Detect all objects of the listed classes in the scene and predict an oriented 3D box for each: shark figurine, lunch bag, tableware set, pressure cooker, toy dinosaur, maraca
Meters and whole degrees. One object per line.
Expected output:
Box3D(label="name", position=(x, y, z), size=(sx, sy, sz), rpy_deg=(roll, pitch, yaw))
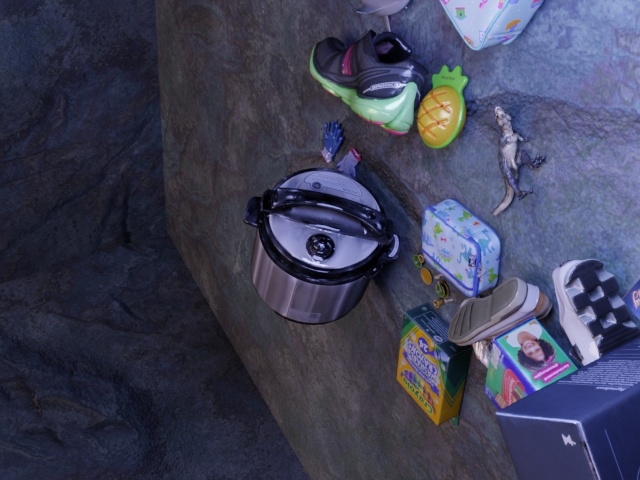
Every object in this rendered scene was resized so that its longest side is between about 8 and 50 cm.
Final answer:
Box3D(label="shark figurine", position=(0.141, -0.555, 1.762), size=(0.278, 0.116, 0.166), rpy_deg=(18, 125, 63))
Box3D(label="lunch bag", position=(0.330, 0.020, 1.824), size=(0.219, 0.090, 0.176), rpy_deg=(47, 149, 44))
Box3D(label="lunch bag", position=(0.324, -0.514, 1.409), size=(0.224, 0.108, 0.279), rpy_deg=(66, 154, 23))
Box3D(label="tableware set", position=(0.293, 0.104, 2.038), size=(0.154, 0.024, 0.104), rpy_deg=(68, 156, 4))
Box3D(label="pressure cooker", position=(0.001, 0.005, 2.163), size=(0.375, 0.370, 0.420), rpy_deg=(56, 156, 22))
Box3D(label="toy dinosaur", position=(0.401, -0.149, 1.586), size=(0.118, 0.064, 0.268), rpy_deg=(-132, 30, -53))
Box3D(label="maraca", position=(0.273, -0.296, 1.702), size=(0.127, 0.099, 0.185), rpy_deg=(19, 100, 48))

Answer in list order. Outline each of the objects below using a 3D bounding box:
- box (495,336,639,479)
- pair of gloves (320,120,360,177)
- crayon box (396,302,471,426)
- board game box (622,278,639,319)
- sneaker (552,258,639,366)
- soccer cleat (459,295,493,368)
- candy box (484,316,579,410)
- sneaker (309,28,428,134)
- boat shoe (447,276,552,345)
Box3D(label="box", position=(0.539, 0.346, 1.251), size=(0.212, 0.396, 0.293), rpy_deg=(-20, 89, 66))
Box3D(label="pair of gloves", position=(0.058, -0.256, 2.267), size=(0.198, 0.023, 0.159), rpy_deg=(60, 152, 21))
Box3D(label="crayon box", position=(0.307, 0.363, 2.132), size=(0.203, 0.083, 0.322), rpy_deg=(46, 147, 43))
Box3D(label="board game box", position=(0.573, 0.016, 1.117), size=(0.042, 0.243, 0.165), rpy_deg=(56, 153, 27))
Box3D(label="sneaker", position=(0.545, 0.187, 1.491), size=(0.146, 0.123, 0.330), rpy_deg=(-178, 68, -83))
Box3D(label="soccer cleat", position=(0.399, 0.228, 1.861), size=(0.196, 0.068, 0.076), rpy_deg=(66, 153, 17))
Box3D(label="candy box", position=(0.495, 0.364, 1.630), size=(0.317, 0.122, 0.268), rpy_deg=(53, 165, 33))
Box3D(label="sneaker", position=(0.128, -0.414, 1.872), size=(0.202, 0.185, 0.483), rpy_deg=(-59, 35, 13))
Box3D(label="boat shoe", position=(0.399, 0.182, 1.737), size=(0.302, 0.103, 0.113), rpy_deg=(-43, 25, 59))
